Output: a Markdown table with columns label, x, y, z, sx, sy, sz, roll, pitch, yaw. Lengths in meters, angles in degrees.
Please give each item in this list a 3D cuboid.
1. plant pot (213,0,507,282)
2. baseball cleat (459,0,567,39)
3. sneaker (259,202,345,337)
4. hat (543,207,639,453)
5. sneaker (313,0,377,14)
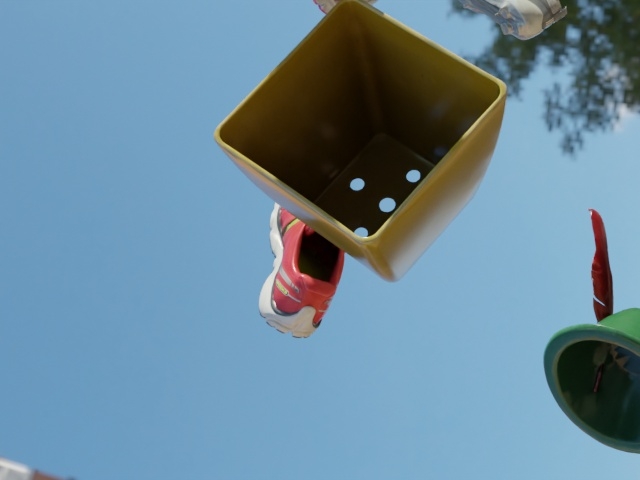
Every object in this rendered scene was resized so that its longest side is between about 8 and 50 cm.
| label | x | y | z | sx | sy | sz | roll | pitch | yaw |
| --- | --- | --- | --- | --- | --- | --- | --- | --- | --- |
| plant pot | 0.055 | -0.080 | 1.317 | 0.212 | 0.212 | 0.187 | -48 | -28 | -13 |
| baseball cleat | 0.244 | -0.335 | 1.698 | 0.109 | 0.206 | 0.072 | -28 | -37 | -16 |
| sneaker | 0.000 | 0.000 | 1.632 | 0.118 | 0.107 | 0.279 | -54 | 21 | 38 |
| hat | 0.363 | 0.105 | 1.449 | 0.183 | 0.173 | 0.208 | -46 | -51 | -39 |
| sneaker | 0.022 | -0.313 | 1.357 | 0.252 | 0.111 | 0.103 | 8 | -119 | -63 |
